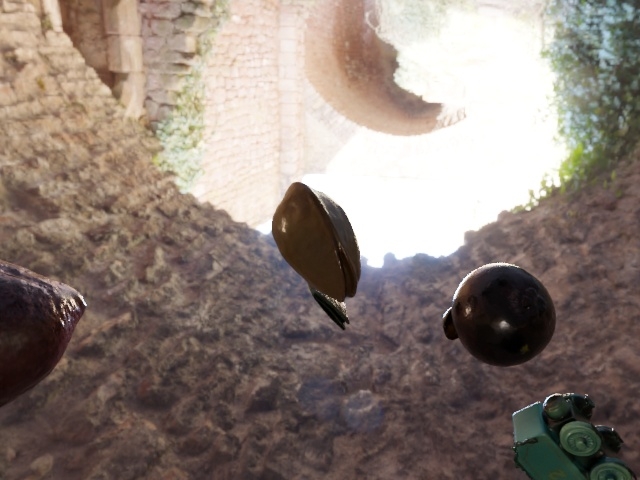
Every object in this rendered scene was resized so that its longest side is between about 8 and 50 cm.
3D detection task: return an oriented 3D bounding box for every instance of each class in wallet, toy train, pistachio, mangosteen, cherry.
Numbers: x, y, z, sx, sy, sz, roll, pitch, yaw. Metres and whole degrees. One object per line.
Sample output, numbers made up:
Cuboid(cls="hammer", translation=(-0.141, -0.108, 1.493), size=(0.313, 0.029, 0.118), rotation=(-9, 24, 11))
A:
Cuboid(cls="wallet", translation=(0.005, 0.117, 1.410), size=(0.055, 0.160, 0.236), rotation=(-37, -148, 8))
Cuboid(cls="toy train", translation=(0.450, 0.381, 0.947), size=(0.163, 0.203, 0.112), rotation=(-39, -175, 27))
Cuboid(cls="pistachio", translation=(0.000, 0.000, 1.086), size=(0.163, 0.212, 0.260), rotation=(-30, -128, -14))
Cuboid(cls="mangosteen", translation=(0.392, 0.172, 1.183), size=(0.228, 0.228, 0.265), rotation=(-7, 165, -24))
Cuboid(cls="cherry", translation=(-0.440, 0.109, 0.625), size=(0.300, 0.203, 0.230), rotation=(-3, -167, -34))
